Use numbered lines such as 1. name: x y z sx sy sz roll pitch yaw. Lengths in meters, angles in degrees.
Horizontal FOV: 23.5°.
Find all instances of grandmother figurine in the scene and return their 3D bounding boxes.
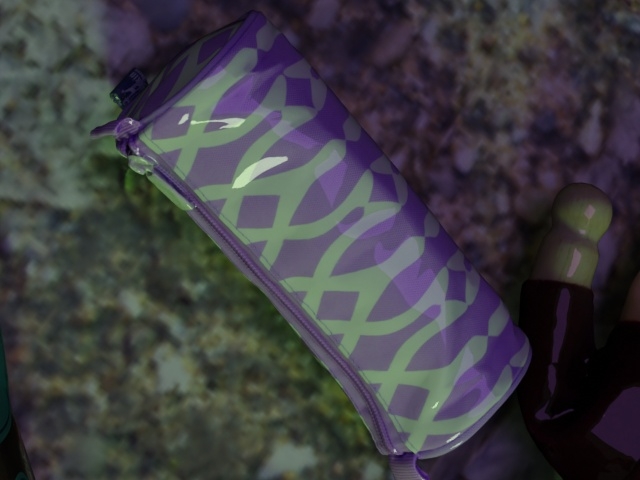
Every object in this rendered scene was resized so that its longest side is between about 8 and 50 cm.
1. grandmother figurine: 0.173 0.067 0.709 0.208 0.104 0.342 40 76 9

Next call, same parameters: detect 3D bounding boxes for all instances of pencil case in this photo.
1. pencil case: 0.000 0.000 0.644 0.206 0.086 0.088 48 54 -12

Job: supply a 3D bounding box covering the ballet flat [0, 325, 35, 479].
1. ballet flat: -0.149 0.089 0.588 0.077 0.091 0.240 -15 89 1
